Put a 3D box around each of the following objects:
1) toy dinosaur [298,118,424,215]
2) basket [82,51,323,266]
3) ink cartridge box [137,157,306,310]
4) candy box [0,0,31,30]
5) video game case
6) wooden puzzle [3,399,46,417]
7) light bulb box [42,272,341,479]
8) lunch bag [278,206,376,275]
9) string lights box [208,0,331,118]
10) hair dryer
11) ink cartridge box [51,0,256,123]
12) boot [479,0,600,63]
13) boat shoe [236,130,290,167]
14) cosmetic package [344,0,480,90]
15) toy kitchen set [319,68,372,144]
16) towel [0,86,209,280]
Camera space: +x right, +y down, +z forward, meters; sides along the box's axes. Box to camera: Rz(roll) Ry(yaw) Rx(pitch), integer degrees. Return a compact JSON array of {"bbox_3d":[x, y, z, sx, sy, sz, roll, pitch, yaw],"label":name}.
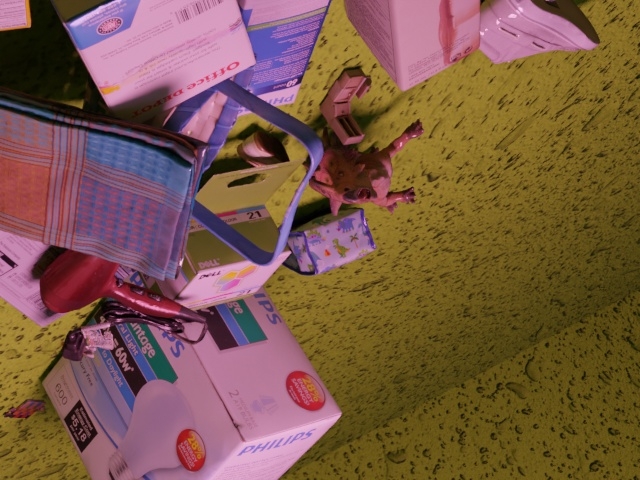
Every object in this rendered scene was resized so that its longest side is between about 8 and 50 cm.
[{"bbox_3d":[0.036,-0.103,2.155,0.200,0.127,0.296,-6,175,-25],"label":"toy dinosaur"},{"bbox_3d":[-0.145,-0.112,1.663,0.201,0.289,0.254,-55,172,-39],"label":"basket"},{"bbox_3d":[-0.131,-0.003,2.070,0.189,0.097,0.255,-13,156,-42],"label":"ink cartridge box"},{"bbox_3d":[-0.394,-0.239,1.384,0.206,0.027,0.105,-9,155,-14],"label":"candy box"},{"bbox_3d":[-0.337,-0.008,1.996,0.300,0.036,0.329,-31,157,-1],"label":"video game case"},{"bbox_3d":[-0.515,0.295,2.446,0.049,0.006,0.083,-39,157,18],"label":"wooden puzzle"},{"bbox_3d":[-0.219,0.258,2.279,0.225,0.358,0.361,-8,148,-47],"label":"light bulb box"},{"bbox_3d":[0.000,0.000,2.365,0.129,0.096,0.151,-21,-175,-24],"label":"lunch bag"},{"bbox_3d":[-0.074,-0.261,1.736,0.133,0.076,0.259,-18,155,-27],"label":"string lights box"},{"bbox_3d":[-0.286,0.064,1.989,0.224,0.080,0.293,-10,146,-4],"label":"hair dryer"},{"bbox_3d":[-0.193,-0.263,1.460,0.171,0.168,0.232,-27,157,-6],"label":"ink cartridge box"},{"bbox_3d":[0.314,-0.319,2.113,0.123,0.095,0.258,-36,150,29],"label":"boot"},{"bbox_3d":[-0.083,-0.126,2.059,0.045,0.050,0.135,-23,158,15],"label":"boat shoe"},{"bbox_3d":[0.109,-0.333,1.722,0.129,0.153,0.296,-30,159,-6],"label":"cosmetic package"},{"bbox_3d":[0.058,-0.198,2.041,0.068,0.075,0.083,-13,151,-40],"label":"toy kitchen set"},{"bbox_3d":[-0.322,-0.073,1.576,0.370,0.040,0.271,15,146,-3],"label":"towel"}]
